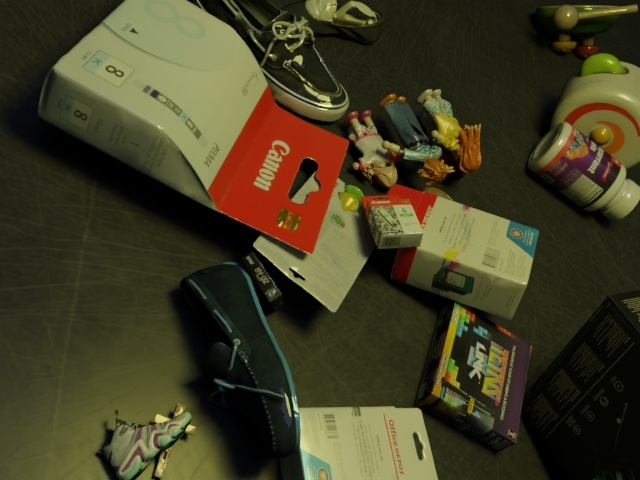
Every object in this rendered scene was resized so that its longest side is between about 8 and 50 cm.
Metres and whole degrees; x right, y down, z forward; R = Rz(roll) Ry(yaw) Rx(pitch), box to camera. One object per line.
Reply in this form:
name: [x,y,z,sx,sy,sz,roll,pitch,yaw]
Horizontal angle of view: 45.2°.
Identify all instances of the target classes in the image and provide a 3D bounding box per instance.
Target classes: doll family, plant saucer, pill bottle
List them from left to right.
doll family: [0.172,-0.163,1.251,0.263,0.118,0.163,-11,66,-37]
plant saucer: [0.188,-0.048,1.253,0.083,0.015,0.083,15,53,-21]
pill bottle: [0.491,-0.122,1.423,0.193,0.108,0.108,35,48,-6]

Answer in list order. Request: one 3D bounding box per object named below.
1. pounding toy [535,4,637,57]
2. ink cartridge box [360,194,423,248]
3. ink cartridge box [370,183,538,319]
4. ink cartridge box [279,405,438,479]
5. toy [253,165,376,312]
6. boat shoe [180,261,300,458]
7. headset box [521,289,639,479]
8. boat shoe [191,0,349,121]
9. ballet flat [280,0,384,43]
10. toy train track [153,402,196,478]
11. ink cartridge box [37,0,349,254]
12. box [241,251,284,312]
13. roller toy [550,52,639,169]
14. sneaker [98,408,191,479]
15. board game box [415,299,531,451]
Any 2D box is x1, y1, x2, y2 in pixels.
pounding toy: [0.570,-0.458,1.691,0.183,0.110,0.237,1,15,3]
ink cartridge box: [0.099,-0.037,1.092,0.063,0.029,0.115,-3,43,-12]
ink cartridge box: [0.192,0.012,1.138,0.231,0.078,0.134,20,42,9]
ink cartridge box: [0.043,0.259,0.925,0.180,0.060,0.104,6,56,-27]
toy: [0.000,0.000,1.080,0.137,0.056,0.237,39,42,-3]
boat shoe: [-0.102,0.145,0.908,0.089,0.109,0.258,-8,47,-27]
headset box: [0.435,0.247,1.002,0.131,0.246,0.283,-5,46,-32]
boat shoe: [-0.066,-0.318,1.225,0.306,0.105,0.113,44,48,3]
ballet flat: [0.027,-0.400,1.362,0.203,0.074,0.074,4,58,-29]
toy train track: [-0.169,0.223,0.856,0.048,0.014,0.083,24,57,-15]
ink cartridge box: [-0.135,-0.180,1.057,0.385,0.091,0.308,27,38,-7]
box: [-0.073,0.054,0.983,0.018,0.083,0.067,-33,79,-9]
roller toy: [0.547,-0.229,1.473,0.209,0.191,0.146,35,48,-3]
sneaker: [-0.193,0.203,0.826,0.098,0.038,0.069,-41,77,-22]
board game box: [0.220,0.189,1.088,0.141,0.048,0.170,30,49,-8]
